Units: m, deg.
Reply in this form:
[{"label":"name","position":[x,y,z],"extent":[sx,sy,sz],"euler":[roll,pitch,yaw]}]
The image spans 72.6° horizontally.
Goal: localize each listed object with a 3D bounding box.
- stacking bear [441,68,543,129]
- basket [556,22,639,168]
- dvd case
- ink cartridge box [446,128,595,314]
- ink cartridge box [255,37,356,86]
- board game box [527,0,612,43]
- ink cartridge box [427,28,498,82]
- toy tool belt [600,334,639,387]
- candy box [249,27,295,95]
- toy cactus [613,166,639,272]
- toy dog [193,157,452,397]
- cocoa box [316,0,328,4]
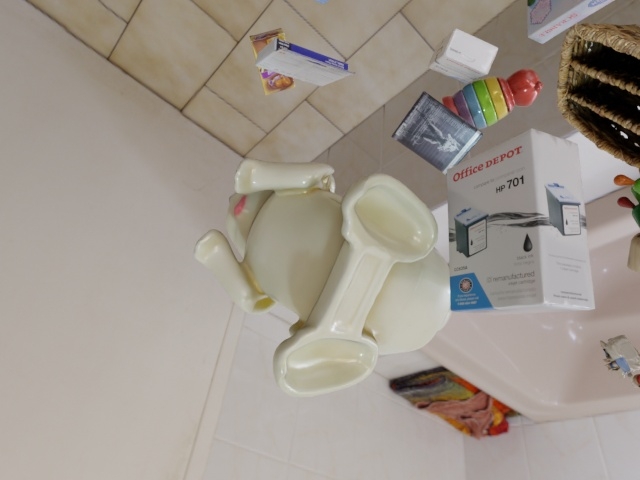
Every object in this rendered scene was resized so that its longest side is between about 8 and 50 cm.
[{"label":"stacking bear","position":[0.558,-0.452,1.411],"extent":[0.289,0.175,0.164],"euler":[-20,125,23]},{"label":"basket","position":[0.581,-0.245,0.796],"extent":[0.223,0.299,0.213],"euler":[-13,137,-28]},{"label":"dvd case","position":[0.353,-0.321,1.327],"extent":[0.221,0.018,0.164],"euler":[34,122,-3]},{"label":"ink cartridge box","position":[0.225,-0.012,0.514],"extent":[0.082,0.191,0.139],"euler":[7,166,-24]},{"label":"ink cartridge box","position":[-0.042,-0.493,1.206],"extent":[0.223,0.045,0.224],"euler":[8,-174,-28]},{"label":"board game box","position":[0.675,-0.732,1.103],"extent":[0.066,0.318,0.318],"euler":[7,169,-24]},{"label":"ink cartridge box","position":[0.444,-0.576,1.377],"extent":[0.148,0.203,0.086],"euler":[21,100,-5]},{"label":"toy tool belt","position":[0.496,0.200,0.716],"extent":[0.052,0.083,0.051],"euler":[-15,158,-9]},{"label":"candy box","position":[-0.156,-0.585,1.433],"extent":[0.109,0.053,0.187],"euler":[-17,135,-3]},{"label":"toy cactus","position":[0.577,-0.028,0.760],"extent":[0.112,0.219,0.181],"euler":[3,116,1]},{"label":"toy dog","position":[0.000,0.000,0.723],"extent":[0.395,0.408,0.285],"euler":[7,107,-39]},{"label":"cocoa box","position":[-0.049,-0.813,1.107],"extent":[0.347,0.228,0.231],"euler":[-2,175,-43]}]
